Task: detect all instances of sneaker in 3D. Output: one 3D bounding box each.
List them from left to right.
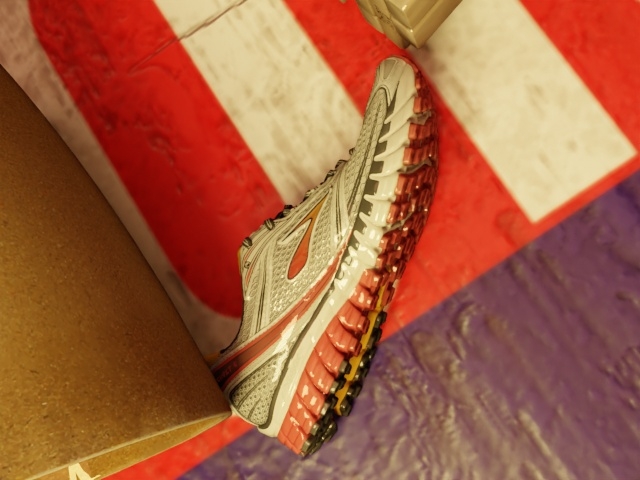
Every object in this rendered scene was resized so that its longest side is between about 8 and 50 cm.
[{"bbox_3d":[0.000,0.000,0.473,0.093,0.088,0.225,23,89,17],"label":"sneaker"}]

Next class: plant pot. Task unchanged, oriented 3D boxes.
[{"bbox_3d":[-0.202,0.019,0.443,0.237,0.237,0.254,-26,78,10],"label":"plant pot"}]

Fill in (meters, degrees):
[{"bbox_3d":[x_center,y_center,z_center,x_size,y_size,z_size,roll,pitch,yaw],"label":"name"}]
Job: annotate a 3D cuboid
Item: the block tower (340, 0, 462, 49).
[{"bbox_3d":[-0.041,-0.247,0.513,0.335,0.091,0.097,43,94,16],"label":"block tower"}]
